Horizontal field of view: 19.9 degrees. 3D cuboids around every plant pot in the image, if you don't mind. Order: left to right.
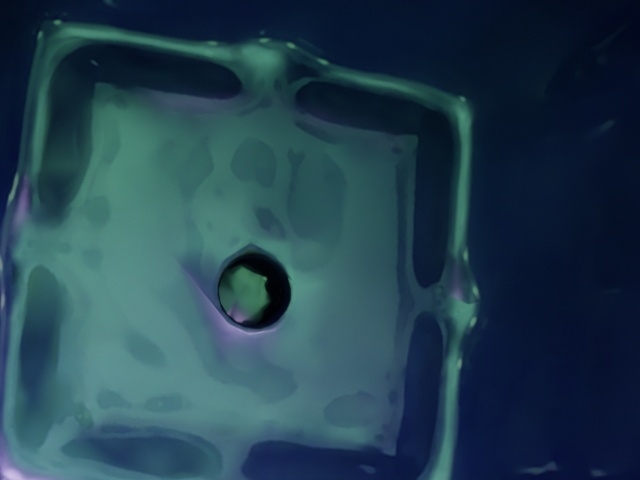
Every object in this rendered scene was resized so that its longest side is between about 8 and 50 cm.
[{"bbox_3d":[0.000,0.000,0.411,0.236,0.212,0.236,8,80,-18],"label":"plant pot"}]
